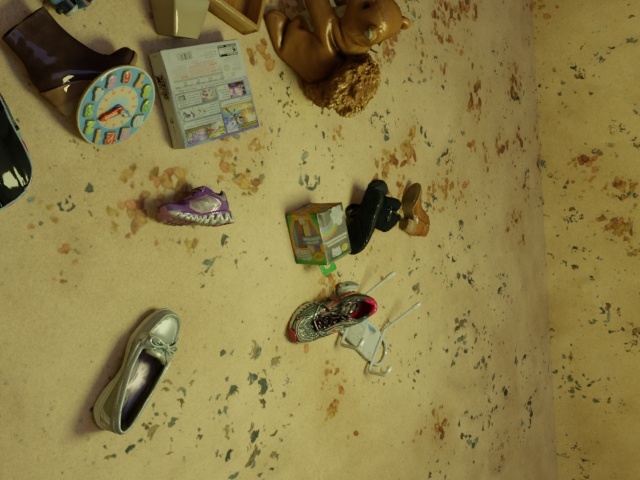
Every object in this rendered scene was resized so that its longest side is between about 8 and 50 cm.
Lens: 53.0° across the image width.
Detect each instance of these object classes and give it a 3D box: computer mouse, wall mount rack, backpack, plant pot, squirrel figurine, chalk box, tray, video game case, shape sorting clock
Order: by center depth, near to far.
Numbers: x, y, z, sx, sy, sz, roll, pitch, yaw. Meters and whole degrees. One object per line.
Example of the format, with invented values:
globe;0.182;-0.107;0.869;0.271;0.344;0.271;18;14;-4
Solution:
backpack;-0.670;-0.161;1.178;0.225;0.191;0.254;-39;112;-38
shape sorting clock;-0.460;-0.302;1.457;0.206;0.040;0.206;-41;160;-19
plant pot;-0.354;-0.557;1.602;0.109;0.109;0.096;-9;109;-48
video game case;-0.299;-0.389;1.692;0.269;0.061;0.244;-27;110;-45
tray;-0.220;-0.804;1.766;0.202;0.076;0.411;23;74;-47
squirrel figurine;0.086;-0.569;1.893;0.281;0.370;0.397;-27;111;-45
chalk box;0.000;0.000;1.990;0.132;0.132;0.213;-26;111;-46
wall mount rack;0.204;0.288;2.227;0.350;0.130;0.304;48;56;-39
computer mouse;0.169;-0.144;2.246;0.242;0.041;0.071;-42;121;-39

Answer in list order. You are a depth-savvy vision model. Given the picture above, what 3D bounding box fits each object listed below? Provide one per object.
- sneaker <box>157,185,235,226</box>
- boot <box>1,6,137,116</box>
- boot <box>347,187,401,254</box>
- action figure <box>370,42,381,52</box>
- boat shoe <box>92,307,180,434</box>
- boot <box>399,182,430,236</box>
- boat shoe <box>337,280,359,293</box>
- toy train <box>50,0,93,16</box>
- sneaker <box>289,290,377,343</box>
sneaker;-0.322;-0.091;1.659;0.236;0.095;0.105;-1;85;-53
boot;-0.535;-0.417;1.402;0.248;0.090;0.207;-51;128;-31
boot;0.187;-0.050;2.222;0.207;0.094;0.247;21;93;-59
action figure;0.123;-0.728;2.112;0.164;0.141;0.276;17;63;-50
boat shoe;-0.420;0.310;1.538;0.118;0.103;0.320;51;55;-36
boot;0.376;-0.113;2.460;0.152;0.073;0.197;16;91;-46
boat shoe;0.092;0.163;2.174;0.100;0.035;0.035;-8;124;-52
toy train;-0.571;-0.566;1.373;0.105;0.080;0.184;-58;133;-19
sneaker;0.039;0.234;2.013;0.299;0.112;0.121;-23;100;-24
